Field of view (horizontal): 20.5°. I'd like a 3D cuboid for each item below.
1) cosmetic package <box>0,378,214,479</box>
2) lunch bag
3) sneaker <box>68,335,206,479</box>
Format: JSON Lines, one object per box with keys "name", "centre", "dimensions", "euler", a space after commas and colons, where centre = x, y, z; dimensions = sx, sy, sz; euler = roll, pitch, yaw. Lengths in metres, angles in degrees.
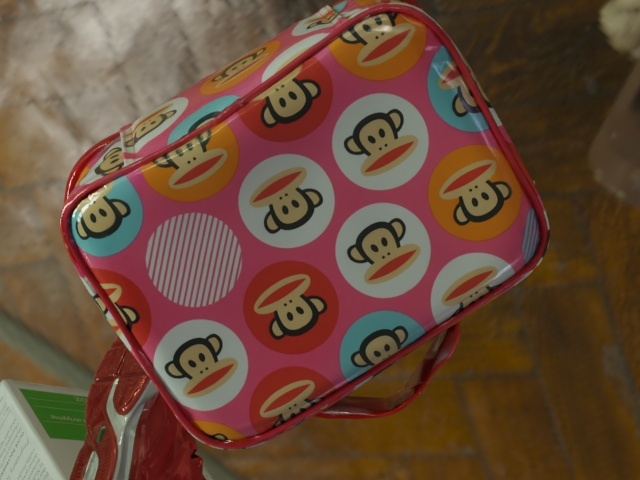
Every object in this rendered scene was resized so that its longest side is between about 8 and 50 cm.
{"name": "cosmetic package", "centre": [-0.184, 0.302, 1.662], "dimensions": [0.365, 0.197, 0.155], "euler": [45, 114, 45]}
{"name": "lunch bag", "centre": [0.000, 0.000, 1.181], "dimensions": [0.293, 0.120, 0.258], "euler": [-30, 107, 3]}
{"name": "sneaker", "centre": [-0.131, 0.168, 1.500], "dimensions": [0.128, 0.221, 0.087], "euler": [36, 152, -32]}
